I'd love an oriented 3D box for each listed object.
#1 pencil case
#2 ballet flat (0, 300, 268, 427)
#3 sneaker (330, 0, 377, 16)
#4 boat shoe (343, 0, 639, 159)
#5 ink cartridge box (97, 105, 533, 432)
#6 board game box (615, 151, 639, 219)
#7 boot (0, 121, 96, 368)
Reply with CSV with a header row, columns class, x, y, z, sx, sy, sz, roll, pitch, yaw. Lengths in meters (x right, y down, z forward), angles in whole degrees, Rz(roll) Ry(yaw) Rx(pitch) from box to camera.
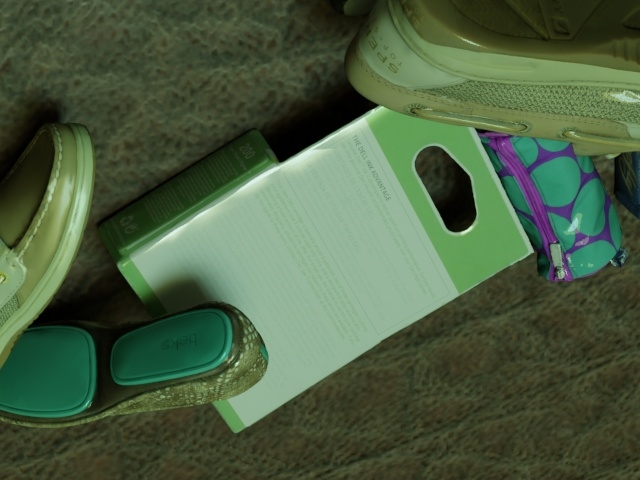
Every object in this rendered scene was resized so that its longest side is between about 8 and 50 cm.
class,x,y,z,sx,sy,sz,roll,pitch,yaw
pencil case,0.148,-0.040,1.216,0.064,0.070,0.152,-6,133,32
ballet flat,-0.122,0.084,1.142,0.206,0.073,0.067,-7,157,28
sneaker,0.086,-0.167,1.117,0.161,0.057,0.075,-33,121,-4
boat shoe,0.179,-0.112,1.121,0.341,0.122,0.110,8,147,-24
ink cartridge box,0.000,0.000,1.188,0.235,0.056,0.171,-32,127,-2
board game box,0.277,-0.141,1.223,0.165,0.042,0.243,-15,125,-13
boot,-0.240,0.002,1.076,0.165,0.077,0.213,21,116,-30
